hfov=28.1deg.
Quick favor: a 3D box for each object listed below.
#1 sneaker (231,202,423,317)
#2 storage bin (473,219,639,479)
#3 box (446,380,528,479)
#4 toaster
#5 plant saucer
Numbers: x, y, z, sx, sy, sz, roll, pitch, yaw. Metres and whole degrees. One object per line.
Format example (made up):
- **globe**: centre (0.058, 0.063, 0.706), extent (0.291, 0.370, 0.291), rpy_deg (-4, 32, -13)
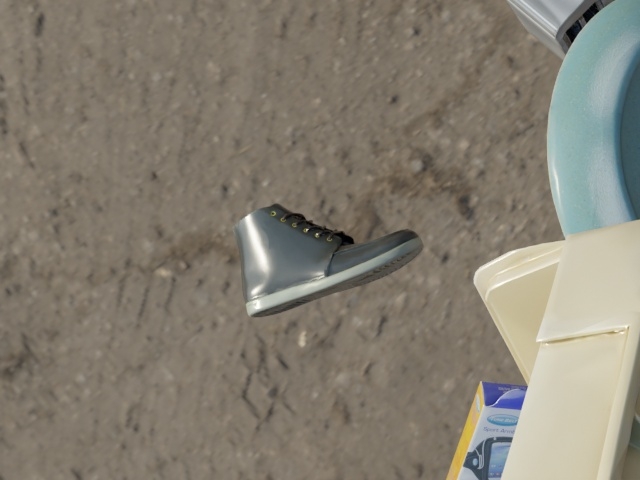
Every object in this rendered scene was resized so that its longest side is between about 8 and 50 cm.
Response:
- **sneaker**: centre (0.000, 0.000, 1.443), extent (0.222, 0.083, 0.118), rpy_deg (-20, 80, 19)
- **storage bin**: centre (0.130, 0.169, 0.546), extent (0.123, 0.262, 0.260), rpy_deg (-13, 121, 32)
- **box**: centre (0.147, 0.150, 0.947), extent (0.081, 0.028, 0.136), rpy_deg (6, 131, -6)
- **toaster**: centre (0.326, -0.331, 1.614), extent (0.168, 0.186, 0.110), rpy_deg (-47, 67, 7)
- **plant saucer**: centre (0.321, -0.057, 1.023), extent (0.317, 0.317, 0.044), rpy_deg (59, 151, -7)
